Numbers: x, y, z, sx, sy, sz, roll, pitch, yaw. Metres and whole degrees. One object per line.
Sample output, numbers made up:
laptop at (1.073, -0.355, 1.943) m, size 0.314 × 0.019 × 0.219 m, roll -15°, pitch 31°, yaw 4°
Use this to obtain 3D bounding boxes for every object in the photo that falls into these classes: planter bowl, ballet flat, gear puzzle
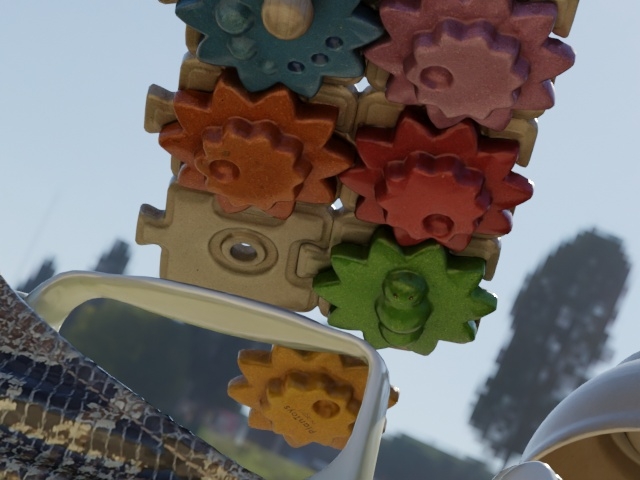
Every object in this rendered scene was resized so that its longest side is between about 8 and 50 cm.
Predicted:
planter bowl at (0.176, 0.120, 0.989) m, size 0.162 × 0.109 × 0.162 m, roll 9°, pitch -52°, yaw 12°
ballet flat at (-0.010, 0.124, 0.809) m, size 0.483 × 0.182 × 0.164 m, roll 30°, pitch -23°, yaw 20°
gear puzzle at (0.000, 0.000, 0.911) m, size 0.175 × 0.044 × 0.339 m, roll 11°, pitch -41°, yaw 0°
